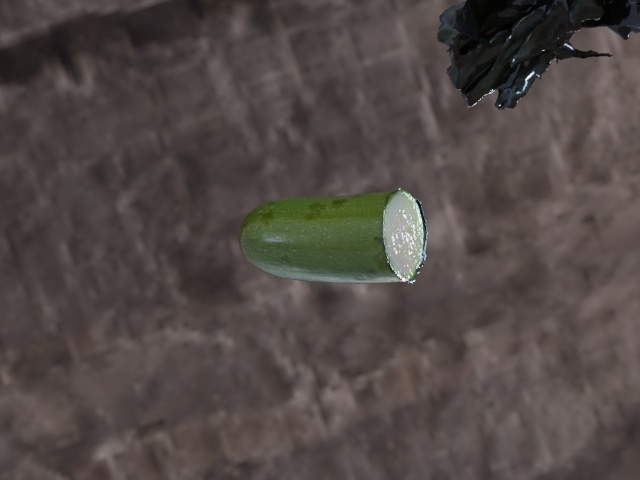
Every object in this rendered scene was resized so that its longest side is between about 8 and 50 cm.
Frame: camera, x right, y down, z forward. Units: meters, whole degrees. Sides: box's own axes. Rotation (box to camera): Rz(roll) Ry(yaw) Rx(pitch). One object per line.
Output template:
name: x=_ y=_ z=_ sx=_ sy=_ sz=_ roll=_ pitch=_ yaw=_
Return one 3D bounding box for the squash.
squash: x=0.000 y=0.000 z=1.888 sx=0.095 sy=0.188 sz=0.095 roll=13 pitch=75 yaw=-62

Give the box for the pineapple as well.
pineapple: x=0.107 y=-0.100 z=0.675 sx=0.074 sy=0.159 sz=0.074 roll=37 pitch=34 yaw=-31
